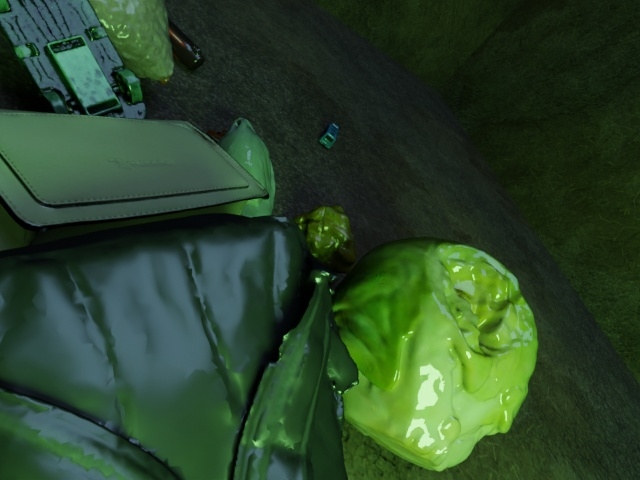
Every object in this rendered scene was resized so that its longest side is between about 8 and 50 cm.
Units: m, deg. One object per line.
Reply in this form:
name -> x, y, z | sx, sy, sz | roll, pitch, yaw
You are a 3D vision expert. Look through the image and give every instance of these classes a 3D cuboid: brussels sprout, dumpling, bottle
brussels sprout -> 0.147, 0.148, 0.726 | 0.268, 0.344, 0.344 | 41, 28, -32
dumpling -> -0.151, -0.132, 0.916 | 0.107, 0.153, 0.219 | 1, 59, 8
bottle -> -0.340, -0.468, 1.116 | 0.164, 0.060, 0.060 | 45, 31, -1

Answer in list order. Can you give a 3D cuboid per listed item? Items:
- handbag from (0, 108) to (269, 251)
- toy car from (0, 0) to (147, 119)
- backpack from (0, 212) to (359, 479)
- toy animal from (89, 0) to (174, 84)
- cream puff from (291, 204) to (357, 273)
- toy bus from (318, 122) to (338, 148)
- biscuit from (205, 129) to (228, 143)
handbag -> -0.276, -0.063, 0.620 | 0.237, 0.160, 0.358 | 48, 30, 16
toy car -> -0.396, -0.286, 0.732 | 0.136, 0.125, 0.306 | -34, 100, -32
backpack -> -0.105, 0.199, 0.381 | 0.363, 0.254, 0.446 | -18, 89, -36
toy animal -> -0.412, -0.430, 0.863 | 0.226, 0.188, 0.358 | -45, 103, -30
cream puff -> 0.000, 0.000, 0.913 | 0.116, 0.146, 0.146 | -11, 51, -8
toy bus -> 0.025, -0.296, 1.353 | 0.038, 0.046, 0.083 | 36, 33, -13
biscuit -> -0.179, -0.185, 1.007 | 0.119, 0.019, 0.130 | 7, 47, -45
